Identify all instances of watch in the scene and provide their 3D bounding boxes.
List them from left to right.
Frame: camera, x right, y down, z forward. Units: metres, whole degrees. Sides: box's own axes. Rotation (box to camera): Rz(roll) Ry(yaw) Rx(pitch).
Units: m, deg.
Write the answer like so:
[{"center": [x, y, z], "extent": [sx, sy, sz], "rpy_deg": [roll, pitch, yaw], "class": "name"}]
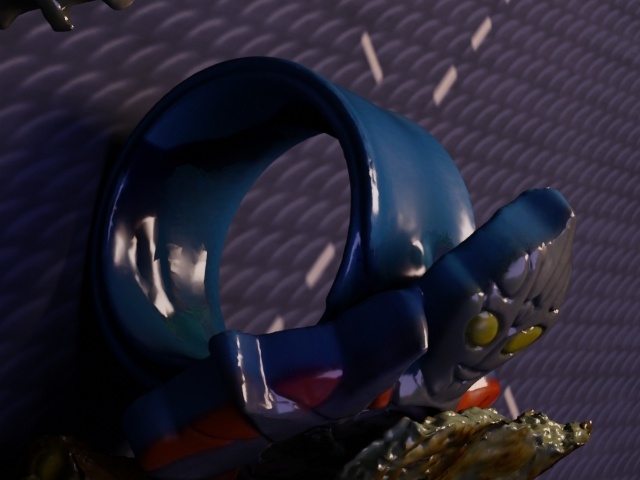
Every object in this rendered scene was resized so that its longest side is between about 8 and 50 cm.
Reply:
[{"center": [0.000, 0.000, 0.899], "extent": [0.241, 0.305, 0.274], "rpy_deg": [24, 36, -53], "class": "watch"}]

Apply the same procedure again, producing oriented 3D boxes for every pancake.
[{"center": [0.035, 0.177, 0.835], "extent": [0.377, 0.054, 0.197], "rpy_deg": [-27, 148, -33], "class": "pancake"}]

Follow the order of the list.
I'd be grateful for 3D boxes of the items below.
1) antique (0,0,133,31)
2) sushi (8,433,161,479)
[{"center": [-0.119, -0.246, 0.874], "extent": [0.284, 0.125, 0.150], "rpy_deg": [-57, 135, -35], "class": "antique"}, {"center": [-0.138, 0.268, 0.876], "extent": [0.179, 0.167, 0.296], "rpy_deg": [-38, 135, -63], "class": "sushi"}]
